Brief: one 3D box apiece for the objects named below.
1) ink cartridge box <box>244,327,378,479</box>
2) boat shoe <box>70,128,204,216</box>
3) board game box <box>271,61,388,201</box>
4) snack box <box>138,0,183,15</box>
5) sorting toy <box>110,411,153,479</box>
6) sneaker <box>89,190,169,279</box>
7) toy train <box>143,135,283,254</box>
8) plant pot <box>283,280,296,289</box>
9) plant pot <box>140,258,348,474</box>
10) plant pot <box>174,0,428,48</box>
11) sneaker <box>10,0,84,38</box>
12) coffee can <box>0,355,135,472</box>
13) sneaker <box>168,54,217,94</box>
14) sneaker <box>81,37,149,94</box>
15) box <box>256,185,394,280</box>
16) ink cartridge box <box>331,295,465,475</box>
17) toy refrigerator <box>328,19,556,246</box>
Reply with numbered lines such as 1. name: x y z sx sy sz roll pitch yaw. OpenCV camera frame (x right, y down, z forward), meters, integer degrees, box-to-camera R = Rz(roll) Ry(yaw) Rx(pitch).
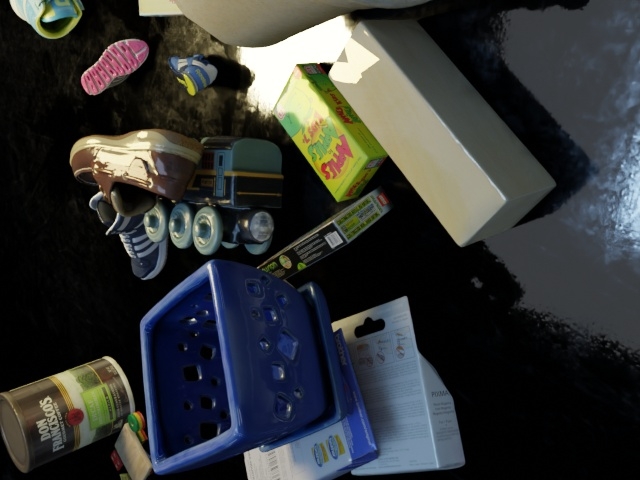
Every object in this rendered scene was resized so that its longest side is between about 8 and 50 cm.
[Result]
1. ink cartridge box: -0.021 0.279 1.028 0.311 0.065 0.185 -42 54 41
2. boat shoe: -0.320 -0.100 1.099 0.342 0.123 0.123 1 79 43
3. board game box: 0.010 -0.154 0.938 0.181 0.043 0.092 55 136 20
4. snack box: -0.192 -0.454 1.051 0.322 0.060 0.187 18 115 44
5. sorting toy: -0.468 0.549 1.707 0.132 0.046 0.274 53 135 22
6. sneaker: -0.386 -0.017 1.343 0.099 0.153 0.282 49 134 26
7. toy train: -0.189 -0.080 1.127 0.334 0.142 0.190 10 96 49
8. plant pot: -0.085 0.174 1.165 0.236 0.032 0.236 18 116 43
9. plant pot: -0.102 0.181 0.930 0.236 0.212 0.236 -36 57 41
10. plant pot: -0.036 -0.367 0.741 0.305 0.334 0.333 -9 96 60
11. sneaker: -0.571 -0.575 1.389 0.208 0.127 0.319 46 142 31
12. coffee can: -0.643 0.433 1.688 0.201 0.275 0.201 19 116 43
13. sneaker: -0.221 -0.292 1.149 0.144 0.059 0.053 43 165 51
14. sneaker: -0.397 -0.350 1.314 0.170 0.075 0.063 -27 109 29
15. box: 0.000 0.000 0.945 0.207 0.114 0.036 -31 94 48
16. ink cartridge box: 0.104 0.216 0.969 0.189 0.066 0.232 -28 60 49
17. toy refrigerator: 0.131 -0.128 0.767 0.269 0.102 0.094 56 137 19
